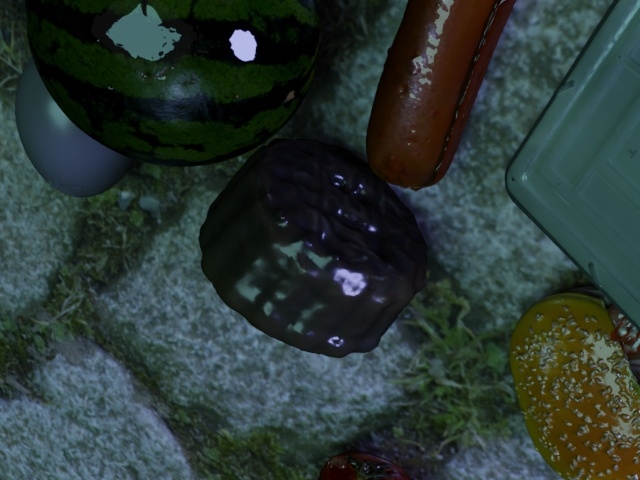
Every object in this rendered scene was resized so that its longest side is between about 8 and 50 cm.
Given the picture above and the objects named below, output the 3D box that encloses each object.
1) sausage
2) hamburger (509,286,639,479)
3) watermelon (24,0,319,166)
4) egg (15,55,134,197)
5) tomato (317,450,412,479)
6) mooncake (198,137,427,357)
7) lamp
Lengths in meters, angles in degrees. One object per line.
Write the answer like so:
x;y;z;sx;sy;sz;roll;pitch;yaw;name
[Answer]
0.122;-0.200;0.844;0.102;0.102;0.330;28;121;15;sausage
0.277;0.147;0.893;0.172;0.116;0.210;-15;99;32;hamburger
-0.136;-0.208;0.864;0.285;0.285;0.285;10;114;23;watermelon
-0.273;-0.142;1.038;0.146;0.146;0.199;26;128;16;egg
0.070;0.321;1.088;0.159;0.091;0.139;23;112;48;tomato
0.000;0.000;0.914;0.228;0.228;0.124;40;122;7;mooncake
0.305;-0.067;0.771;0.266;0.047;0.269;52;130;32;lamp
